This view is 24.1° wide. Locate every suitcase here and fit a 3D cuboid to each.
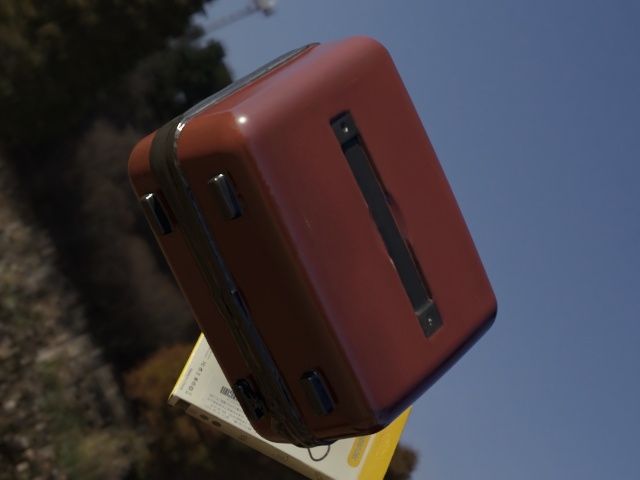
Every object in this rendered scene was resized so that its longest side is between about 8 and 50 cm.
[{"bbox_3d":[0.000,0.000,1.234,0.161,0.236,0.297,-13,-72,45],"label":"suitcase"}]

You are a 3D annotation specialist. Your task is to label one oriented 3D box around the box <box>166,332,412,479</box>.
[{"bbox_3d":[-0.032,0.176,1.621,0.247,0.129,0.033,30,-32,-6],"label":"box"}]
